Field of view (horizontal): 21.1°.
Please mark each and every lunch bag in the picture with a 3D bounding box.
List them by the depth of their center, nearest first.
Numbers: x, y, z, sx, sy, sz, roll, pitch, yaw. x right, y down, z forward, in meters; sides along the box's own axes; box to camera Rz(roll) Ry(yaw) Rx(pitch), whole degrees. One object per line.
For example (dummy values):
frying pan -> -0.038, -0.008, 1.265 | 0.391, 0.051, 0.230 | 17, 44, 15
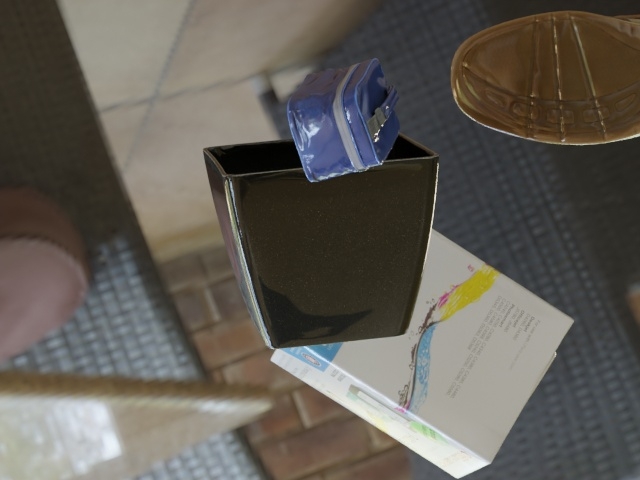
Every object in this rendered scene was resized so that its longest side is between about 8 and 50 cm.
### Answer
lunch bag -> 0.023, -0.090, 1.250 | 0.065, 0.067, 0.098 | -11, -157, 19

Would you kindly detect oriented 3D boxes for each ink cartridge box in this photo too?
ink cartridge box -> 0.113, 0.116, 1.983 | 0.197, 0.270, 0.198 | -57, 179, -15

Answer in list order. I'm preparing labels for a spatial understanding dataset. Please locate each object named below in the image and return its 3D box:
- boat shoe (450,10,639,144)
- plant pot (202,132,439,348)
boat shoe -> 0.296, -0.154, 1.597 | 0.342, 0.123, 0.123 | -6, -179, 12
plant pot -> 0.000, 0.000, 1.551 | 0.188, 0.167, 0.187 | -5, -169, -9
